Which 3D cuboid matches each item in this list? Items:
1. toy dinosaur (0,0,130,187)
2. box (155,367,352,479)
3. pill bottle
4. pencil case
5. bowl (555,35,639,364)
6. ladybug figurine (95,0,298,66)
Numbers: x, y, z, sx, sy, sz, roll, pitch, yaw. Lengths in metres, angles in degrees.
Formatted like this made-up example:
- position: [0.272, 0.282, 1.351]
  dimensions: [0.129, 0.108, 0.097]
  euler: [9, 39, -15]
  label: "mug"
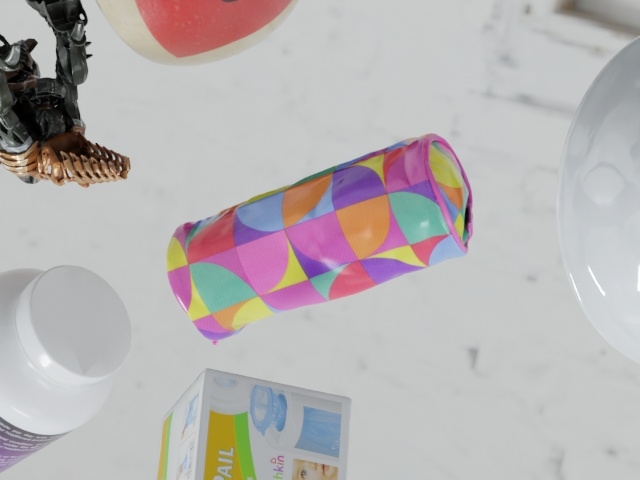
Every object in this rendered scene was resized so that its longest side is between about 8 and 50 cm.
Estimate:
- position: [-0.296, -0.144, 1.849]
  dimensions: [0.322, 0.218, 0.164]
  euler: [15, -142, 24]
  label: "toy dinosaur"
- position: [-0.052, 0.206, 1.221]
  dimensions: [0.114, 0.103, 0.203]
  euler: [13, -120, -18]
  label: "box"
- position: [-0.342, 0.145, 1.889]
  dimensions: [0.323, 0.181, 0.181]
  euler: [-31, 169, 41]
  label: "pill bottle"
- position: [0.000, 0.000, 1.331]
  dimensions: [0.236, 0.104, 0.104]
  euler: [-20, -170, 22]
  label: "pencil case"
- position: [0.345, -0.031, 1.443]
  dimensions: [0.298, 0.297, 0.134]
  euler: [-2, -175, -30]
  label: "bowl"
- position: [-0.124, -0.354, 1.801]
  dimensions: [0.162, 0.449, 0.305]
  euler: [10, -117, 23]
  label: "ladybug figurine"
